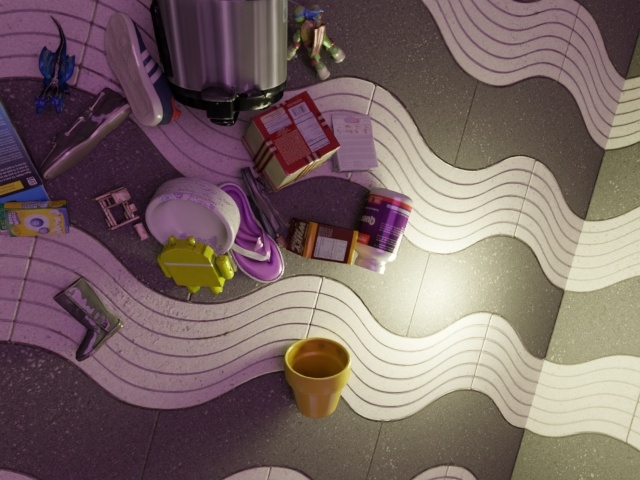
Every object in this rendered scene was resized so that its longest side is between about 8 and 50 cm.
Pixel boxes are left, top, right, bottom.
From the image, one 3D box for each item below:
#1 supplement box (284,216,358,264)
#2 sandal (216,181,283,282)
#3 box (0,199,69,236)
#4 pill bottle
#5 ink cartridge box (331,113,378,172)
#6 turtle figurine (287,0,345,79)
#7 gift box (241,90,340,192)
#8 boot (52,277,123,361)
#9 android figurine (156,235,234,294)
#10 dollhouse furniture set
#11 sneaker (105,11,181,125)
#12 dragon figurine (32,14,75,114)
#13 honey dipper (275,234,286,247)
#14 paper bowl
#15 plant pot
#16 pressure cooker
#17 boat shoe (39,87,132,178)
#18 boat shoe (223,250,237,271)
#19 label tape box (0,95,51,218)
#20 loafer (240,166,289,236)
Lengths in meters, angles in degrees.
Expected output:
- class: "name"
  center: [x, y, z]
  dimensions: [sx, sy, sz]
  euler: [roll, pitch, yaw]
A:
- class: "supplement box"
  center: [0.000, 0.000, 1.761]
  dimensions: [0.194, 0.191, 0.129]
  euler: [10, 94, -29]
- class: "sandal"
  center: [-0.259, -0.011, 1.678]
  dimensions: [0.169, 0.102, 0.416]
  euler: [-37, 113, -17]
- class: "box"
  center: [-0.842, -0.064, 1.381]
  dimensions: [0.179, 0.043, 0.105]
  euler: [-4, 135, -24]
- class: "pill bottle"
  center: [0.241, -0.038, 1.883]
  dimensions: [0.182, 0.181, 0.322]
  euler: [18, 89, -28]
- class: "ink cartridge box"
  center: [0.127, -0.382, 1.856]
  dimensions: [0.181, 0.056, 0.224]
  euler: [-7, 83, -26]
- class: "turtle figurine"
  center: [-0.052, -0.720, 1.669]
  dimensions: [0.266, 0.275, 0.197]
  euler: [42, 55, -46]
- class: "gift box"
  center: [-0.111, -0.348, 1.620]
  dimensions: [0.255, 0.258, 0.276]
  euler: [-28, 90, -19]
- class: "boot"
  center: [-0.757, 0.250, 1.484]
  dimensions: [0.189, 0.076, 0.208]
  euler: [-51, 124, -27]
- class: "android figurine"
  center: [-0.417, 0.082, 1.549]
  dimensions: [0.248, 0.056, 0.272]
  euler: [0, 138, 12]
- class: "dollhouse furniture set"
  center: [-0.614, -0.063, 1.456]
  dimensions: [0.101, 0.161, 0.181]
  euler: [-28, 109, -20]
- class: "sneaker"
  center: [-0.539, -0.521, 1.457]
  dimensions: [0.148, 0.131, 0.349]
  euler: [-23, 97, -58]
- class: "dragon figurine"
  center: [-0.743, -0.489, 1.330]
  dimensions: [0.085, 0.144, 0.289]
  euler: [10, 94, -28]
- class: "honey dipper"
  center: [-0.177, -0.048, 1.757]
  dimensions: [0.030, 0.030, 0.160]
  euler: [-35, 109, -18]
- class: "paper bowl"
  center: [-0.401, -0.084, 1.521]
  dimensions: [0.284, 0.284, 0.148]
  euler: [39, 41, -27]
- class: "plant pot"
  center: [-0.014, 0.545, 1.828]
  dimensions: [0.254, 0.254, 0.238]
  euler: [-11, 117, -25]
- class: "pressure cooker"
  center: [-0.276, -0.556, 1.384]
  dimensions: [0.370, 0.376, 0.420]
  euler: [-32, 139, -38]
- class: "boat shoe"
  center: [-0.714, -0.322, 1.403]
  dimensions: [0.095, 0.112, 0.335]
  euler: [43, 72, -8]
- class: "boat shoe"
  center: [-0.346, 0.055, 1.671]
  dimensions: [0.049, 0.056, 0.152]
  euler: [-34, 112, -24]
- class: "label tape box"
  center: [-0.934, -0.220, 1.276]
  dimensions: [0.249, 0.115, 0.347]
  euler: [-24, 141, -22]
- class: "loafer"
  center: [-0.196, -0.146, 1.679]
  dimensions: [0.084, 0.096, 0.267]
  euler: [-24, 105, -2]
